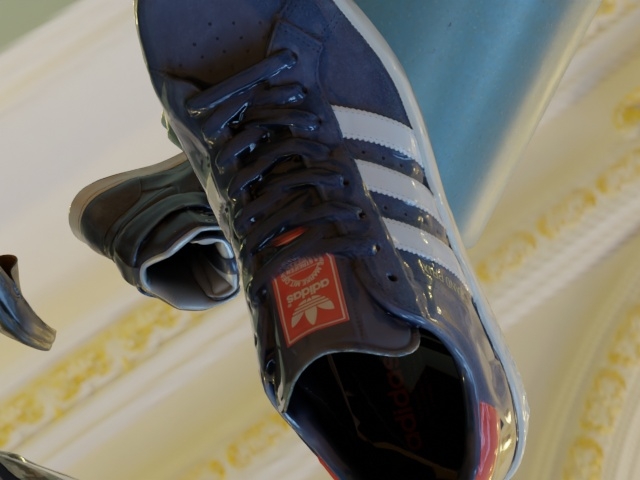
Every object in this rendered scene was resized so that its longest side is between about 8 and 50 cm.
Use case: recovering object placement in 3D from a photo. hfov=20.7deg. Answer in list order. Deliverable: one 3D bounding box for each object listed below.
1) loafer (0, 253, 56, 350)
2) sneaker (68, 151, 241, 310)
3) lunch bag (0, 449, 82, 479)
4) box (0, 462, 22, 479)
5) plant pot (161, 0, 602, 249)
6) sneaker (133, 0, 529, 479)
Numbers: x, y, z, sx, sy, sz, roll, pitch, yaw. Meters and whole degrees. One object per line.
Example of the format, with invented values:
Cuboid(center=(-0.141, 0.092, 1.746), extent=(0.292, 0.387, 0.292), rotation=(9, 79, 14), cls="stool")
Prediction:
Cuboid(center=(-0.272, 0.040, 1.483), extent=(0.062, 0.170, 0.061), rotation=(21, -106, 36), cls="loafer")
Cuboid(center=(-0.073, -0.025, 1.430), extent=(0.226, 0.086, 0.163), rotation=(-27, -148, -19), cls="sneaker")
Cuboid(center=(-0.141, 0.276, 1.209), extent=(0.169, 0.287, 0.235), rotation=(-50, -147, -3), cls="lunch bag")
Cuboid(center=(-0.272, 0.243, 0.515), extent=(0.395, 0.097, 0.318), rotation=(-43, -166, 19), cls="box")
Cuboid(center=(0.055, -0.191, 1.267), extent=(0.341, 0.341, 0.334), rotation=(30, -76, 34), cls="plant pot")
Cuboid(center=(0.000, 0.000, 0.913), extent=(0.131, 0.350, 0.148), rotation=(-28, -174, 23), cls="sneaker")
